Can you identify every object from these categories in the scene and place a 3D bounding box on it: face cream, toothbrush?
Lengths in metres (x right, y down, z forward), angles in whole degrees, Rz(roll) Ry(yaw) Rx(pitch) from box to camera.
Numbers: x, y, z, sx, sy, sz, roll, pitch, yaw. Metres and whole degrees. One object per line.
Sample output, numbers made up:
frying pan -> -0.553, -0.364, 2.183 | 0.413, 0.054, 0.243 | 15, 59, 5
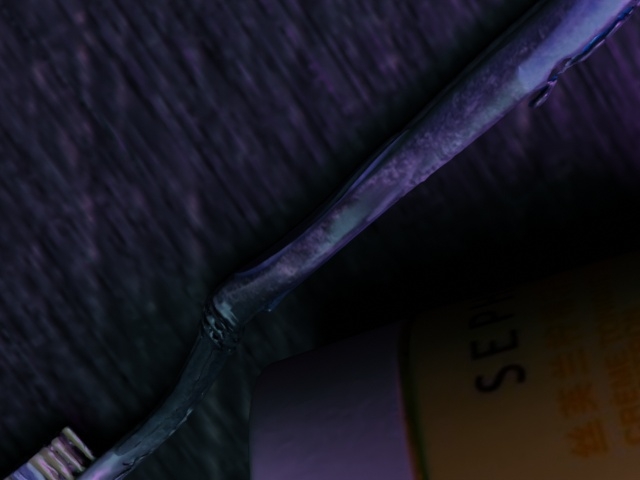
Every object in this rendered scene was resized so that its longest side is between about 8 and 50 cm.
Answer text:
face cream -> 0.096, 0.122, 0.700 | 0.179, 0.218, 0.218 | -18, 114, 11
toothbrush -> 0.000, 0.000, 0.746 | 0.042, 0.035, 0.413 | 43, 111, -14
